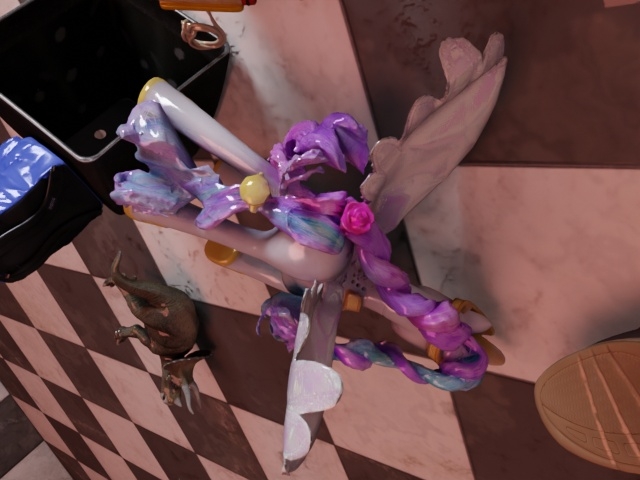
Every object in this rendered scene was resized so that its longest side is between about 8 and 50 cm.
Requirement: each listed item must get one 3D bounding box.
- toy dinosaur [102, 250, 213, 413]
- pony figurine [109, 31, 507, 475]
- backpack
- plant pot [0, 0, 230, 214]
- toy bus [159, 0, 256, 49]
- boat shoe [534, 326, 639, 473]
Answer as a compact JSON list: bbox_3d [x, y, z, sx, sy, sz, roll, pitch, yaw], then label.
[{"bbox_3d":[-0.245,0.118,0.988,0.160,0.121,0.314,18,131,15],"label":"toy dinosaur"},{"bbox_3d":[0.000,0.000,0.533,0.363,0.303,0.351,28,172,17],"label":"pony figurine"},{"bbox_3d":[-0.285,-0.026,0.589,0.101,0.120,0.098,32,164,27],"label":"backpack"},{"bbox_3d":[-0.220,-0.141,0.661,0.187,0.188,0.167,36,155,13],"label":"plant pot"},{"bbox_3d":[-0.099,-0.257,0.483,0.202,0.191,0.105,-8,73,43],"label":"toy bus"},{"bbox_3d":[0.284,0.094,0.446,0.285,0.092,0.103,-40,70,50],"label":"boat shoe"}]
